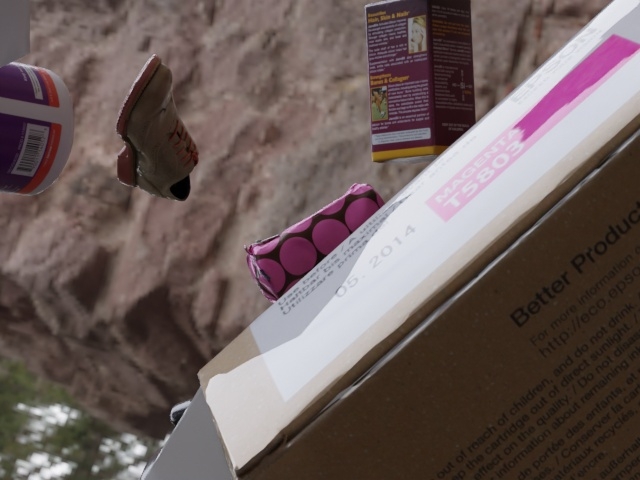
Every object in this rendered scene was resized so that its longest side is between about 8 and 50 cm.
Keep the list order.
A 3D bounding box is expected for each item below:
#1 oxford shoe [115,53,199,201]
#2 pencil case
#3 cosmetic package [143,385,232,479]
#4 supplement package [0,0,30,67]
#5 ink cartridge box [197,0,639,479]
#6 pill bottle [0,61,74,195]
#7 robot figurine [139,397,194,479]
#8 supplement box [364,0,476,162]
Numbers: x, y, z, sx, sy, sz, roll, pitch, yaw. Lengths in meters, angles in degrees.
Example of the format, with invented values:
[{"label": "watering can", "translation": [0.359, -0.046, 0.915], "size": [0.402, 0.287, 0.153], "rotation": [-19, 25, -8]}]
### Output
[{"label": "oxford shoe", "translation": [-0.244, -0.174, 2.160], "size": [0.123, 0.130, 0.348], "rotation": [-61, -5, -23]}, {"label": "pencil case", "translation": [0.000, 0.000, 1.863], "size": [0.209, 0.095, 0.098], "rotation": [-31, -83, -13]}, {"label": "cosmetic package", "translation": [0.016, 0.229, 1.078], "size": [0.156, 0.217, 0.385], "rotation": [-58, -15, 3]}, {"label": "supplement package", "translation": [-0.349, -0.266, 1.119], "size": [0.204, 0.145, 0.262], "rotation": [-48, -31, -60]}, {"label": "ink cartridge box", "translation": [0.108, 0.045, 0.474], "size": [0.234, 0.088, 0.193], "rotation": [-41, -67, 2]}, {"label": "pill bottle", "translation": [-0.501, -0.164, 1.797], "size": [0.323, 0.181, 0.182], "rotation": [8, -86, -42]}, {"label": "robot figurine", "translation": [-0.134, 0.330, 1.795], "size": [0.209, 0.278, 0.174], "rotation": [43, -129, -16]}, {"label": "supplement box", "translation": [0.118, -0.188, 1.596], "size": [0.080, 0.104, 0.188], "rotation": [-2, -91, -44]}]
